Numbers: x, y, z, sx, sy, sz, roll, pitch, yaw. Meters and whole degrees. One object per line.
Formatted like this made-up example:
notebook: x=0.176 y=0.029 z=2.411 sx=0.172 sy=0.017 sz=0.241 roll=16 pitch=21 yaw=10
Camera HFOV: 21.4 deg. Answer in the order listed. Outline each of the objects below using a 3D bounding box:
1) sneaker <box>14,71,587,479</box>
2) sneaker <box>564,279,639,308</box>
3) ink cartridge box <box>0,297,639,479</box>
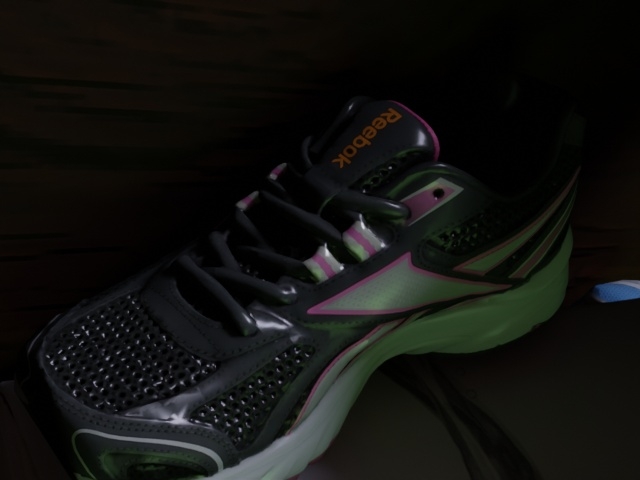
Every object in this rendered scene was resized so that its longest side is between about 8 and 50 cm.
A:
sneaker: x=0.000 y=0.000 z=0.431 sx=0.178 sy=0.072 sz=0.077 roll=-28 pitch=144 yaw=-38
sneaker: x=0.050 y=0.098 z=0.657 sx=0.237 sy=0.085 sz=0.086 roll=-44 pitch=132 yaw=19
ink cartridge box: x=0.036 y=0.129 z=0.525 sx=0.283 sy=0.117 sz=0.207 roll=-5 pitch=136 yaw=-23
